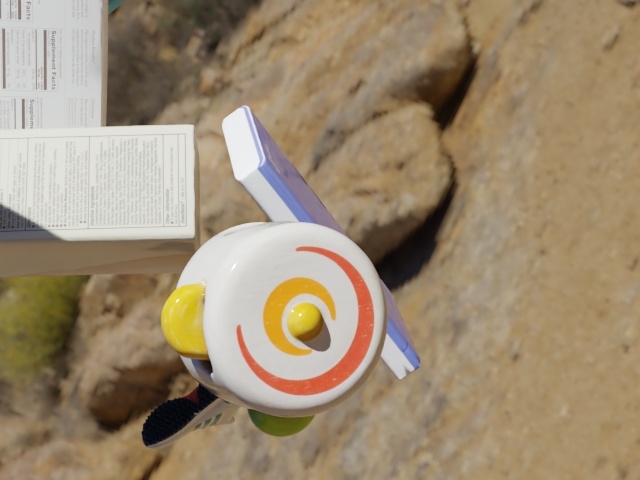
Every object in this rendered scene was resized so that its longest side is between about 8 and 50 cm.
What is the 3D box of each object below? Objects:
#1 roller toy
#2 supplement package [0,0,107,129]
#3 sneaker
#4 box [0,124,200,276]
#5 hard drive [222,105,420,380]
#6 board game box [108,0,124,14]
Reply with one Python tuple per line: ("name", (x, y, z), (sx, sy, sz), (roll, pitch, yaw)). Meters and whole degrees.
("roller toy", (-0.040, 0.074, 1.449), (0.191, 0.209, 0.146), (-53, 19, -14))
("supplement package", (-0.337, -0.245, 1.826), (0.204, 0.145, 0.262), (-109, 22, -70))
("sneaker", (-0.145, 0.220, 1.843), (0.161, 0.075, 0.057), (-37, 43, 8))
("box", (-0.294, -0.043, 1.685), (0.121, 0.311, 0.148), (93, 176, -69))
("hard drive", (0.000, 0.000, 1.749), (0.040, 0.319, 0.210), (-35, 24, 7))
("board game box", (-0.396, -0.507, 2.149), (0.079, 0.254, 0.336), (-38, 40, 9))
